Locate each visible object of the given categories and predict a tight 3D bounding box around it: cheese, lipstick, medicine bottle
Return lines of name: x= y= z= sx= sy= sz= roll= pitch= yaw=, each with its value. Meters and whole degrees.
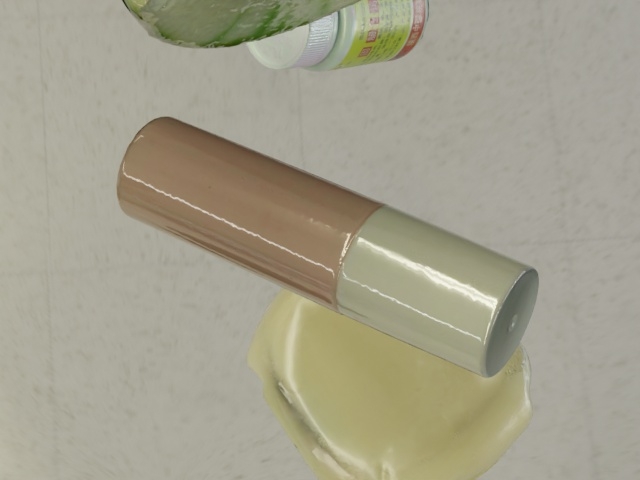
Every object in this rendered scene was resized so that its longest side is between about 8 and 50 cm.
cheese: x=0.067 y=0.124 z=1.426 sx=0.233 sy=0.127 sz=0.266 roll=-32 pitch=79 yaw=-2
lipstick: x=0.000 y=0.000 z=0.869 sx=0.254 sy=0.070 sz=0.070 roll=23 pitch=77 yaw=24
medicine bottle: x=0.020 y=-0.285 z=1.852 sx=0.225 sy=0.139 sz=0.139 roll=-15 pitch=79 yaw=-45

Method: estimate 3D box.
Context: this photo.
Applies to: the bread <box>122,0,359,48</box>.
bread: x=0.007 y=-0.270 z=0.973 sx=0.382 sy=0.366 sz=0.129 roll=-29 pitch=81 yaw=9
